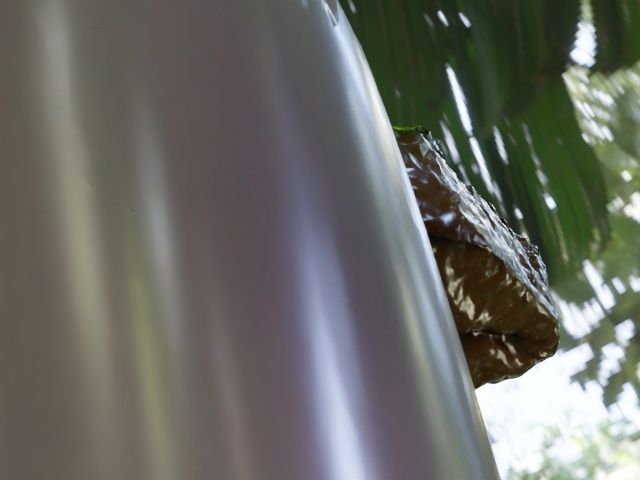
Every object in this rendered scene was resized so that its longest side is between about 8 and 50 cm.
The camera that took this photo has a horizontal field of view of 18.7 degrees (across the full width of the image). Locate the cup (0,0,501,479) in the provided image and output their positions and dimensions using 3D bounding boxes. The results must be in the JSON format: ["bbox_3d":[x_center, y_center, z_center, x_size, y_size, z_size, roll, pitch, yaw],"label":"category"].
[{"bbox_3d":[-0.082,0.034,0.636,0.253,0.371,0.253,-8,-35,-6],"label":"cup"}]

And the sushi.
[{"bbox_3d":[0.000,0.001,0.865,0.287,0.140,0.149,-14,-58,-28],"label":"sushi"}]
